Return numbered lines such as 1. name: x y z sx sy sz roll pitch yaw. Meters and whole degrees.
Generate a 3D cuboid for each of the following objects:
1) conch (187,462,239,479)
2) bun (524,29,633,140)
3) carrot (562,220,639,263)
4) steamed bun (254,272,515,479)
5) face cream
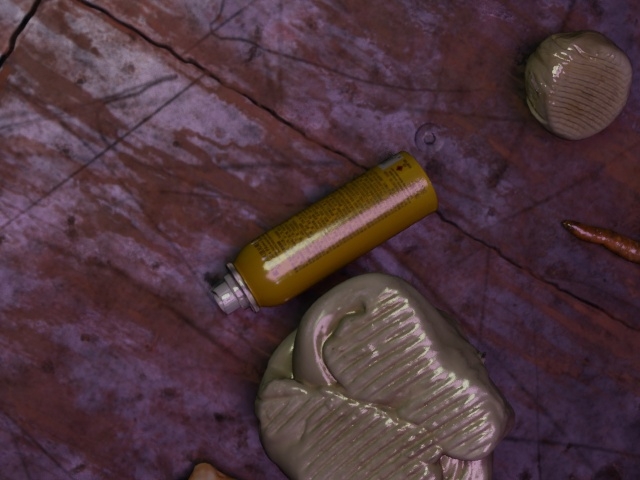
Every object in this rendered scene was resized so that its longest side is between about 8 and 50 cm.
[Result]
1. conch: -0.115 0.456 1.574 0.158 0.127 0.255 -45 106 -3
2. bun: 0.374 -0.241 1.584 0.166 0.113 0.173 -39 130 0
3. carrot: 0.459 -0.001 1.690 0.165 0.035 0.036 22 94 -14
4. steamed bun: 0.106 0.248 1.531 0.342 0.255 0.368 -42 78 14
5. face cream: 0.000 0.000 1.536 0.348 0.105 0.105 -31 106 -8
